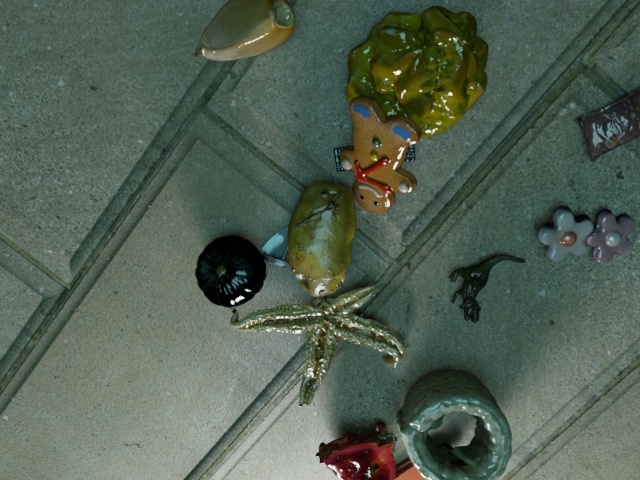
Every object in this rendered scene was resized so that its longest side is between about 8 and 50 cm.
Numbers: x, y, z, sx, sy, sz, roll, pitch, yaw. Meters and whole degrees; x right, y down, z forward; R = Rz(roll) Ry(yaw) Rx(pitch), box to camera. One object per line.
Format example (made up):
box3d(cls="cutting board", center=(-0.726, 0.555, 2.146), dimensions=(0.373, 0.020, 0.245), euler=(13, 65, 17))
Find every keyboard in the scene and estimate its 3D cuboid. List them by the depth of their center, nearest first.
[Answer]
box3d(cls="keyboard", center=(0.137, -0.219, 1.458), dimensions=(0.204, 0.013, 0.061), euler=(-7, 104, 8))

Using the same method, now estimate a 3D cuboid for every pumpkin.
box3d(cls="pumpkin", center=(-0.237, 0.079, 1.507), dimensions=(0.194, 0.150, 0.194), euler=(2, 106, 8))

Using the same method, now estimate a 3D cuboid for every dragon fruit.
box3d(cls="dragon fruit", center=(0.128, 0.610, 1.636), dimensions=(0.211, 0.134, 0.262), euler=(-37, 115, 2))

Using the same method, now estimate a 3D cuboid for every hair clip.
box3d(cls="hair clip", center=(0.667, -0.012, 1.436), dimensions=(0.256, 0.075, 0.146), euler=(5, 101, 0))

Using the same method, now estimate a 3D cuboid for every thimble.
box3d(cls="thimble", center=(0.347, 0.505, 1.524), dimensions=(0.291, 0.195, 0.292), euler=(0, 94, 3))

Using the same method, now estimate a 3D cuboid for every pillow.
box3d(cls="pillow", center=(0.714, -0.280, 1.370), dimensions=(0.184, 0.043, 0.118), euler=(-24, 95, 8))

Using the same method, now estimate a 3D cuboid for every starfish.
box3d(cls="starfish", center=(0.002, 0.278, 1.570), dimensions=(0.431, 0.082, 0.324), euler=(-19, 106, 5))

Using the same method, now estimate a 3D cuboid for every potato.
box3d(cls="potato", center=(0.000, 0.000, 1.467), dimensions=(0.172, 0.140, 0.301), euler=(7, 102, -1))

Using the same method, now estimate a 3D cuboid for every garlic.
box3d(cls="garlic", center=(-0.174, -0.497, 1.340), dimensions=(0.244, 0.164, 0.146), euler=(-20, 119, 16))

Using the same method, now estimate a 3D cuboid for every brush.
box3d(cls="brush", center=(0.252, 0.687, 1.678), dimensions=(0.323, 0.051, 0.070), euler=(-34, 106, 10))

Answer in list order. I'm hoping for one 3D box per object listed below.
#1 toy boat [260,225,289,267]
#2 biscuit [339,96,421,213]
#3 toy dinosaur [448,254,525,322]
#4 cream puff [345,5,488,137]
box3d(cls="toy boat", center=(-0.106, 0.006, 1.540), dimensions=(0.096, 0.034, 0.122), euler=(18, 98, 8))
box3d(cls="biscuit", center=(0.136, -0.178, 1.365), dimensions=(0.205, 0.049, 0.324), euler=(29, 146, 15))
box3d(cls="toy dinosaur", center=(0.430, 0.116, 1.519), dimensions=(0.178, 0.087, 0.187), euler=(-11, 126, -28))
box3d(cls="cream puff", center=(0.215, -0.377, 1.288), dimensions=(0.324, 0.257, 0.292), euler=(1, 101, 6))
